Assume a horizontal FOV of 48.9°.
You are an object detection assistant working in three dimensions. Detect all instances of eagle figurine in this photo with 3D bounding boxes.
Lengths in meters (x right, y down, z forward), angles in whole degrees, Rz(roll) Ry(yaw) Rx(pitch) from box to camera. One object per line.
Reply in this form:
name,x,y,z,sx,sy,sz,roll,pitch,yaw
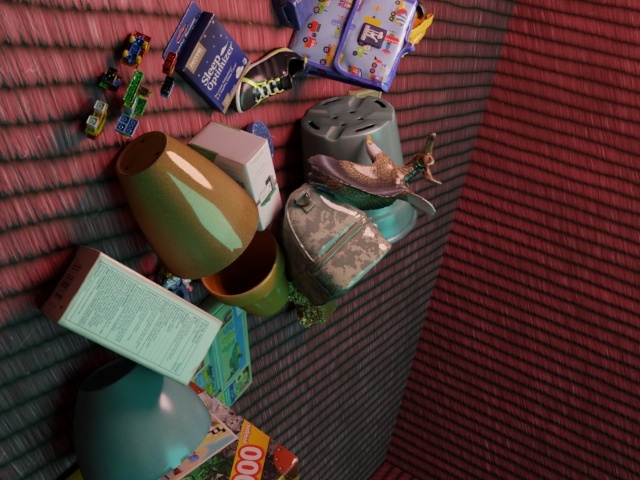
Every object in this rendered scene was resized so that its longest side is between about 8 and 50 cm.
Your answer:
eagle figurine,0.125,-0.155,1.712,0.298,0.225,0.226,-19,128,-6

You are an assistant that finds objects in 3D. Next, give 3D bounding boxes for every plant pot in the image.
plant pot,-0.287,-0.089,1.407,0.237,0.237,0.254,-58,138,-21
plant pot,-0.169,0.093,1.752,0.205,0.205,0.188,-58,148,-20
plant pot,-0.403,0.361,1.490,0.290,0.290,0.196,-40,115,-45
plant pot,0.090,-0.199,1.949,0.341,0.341,0.334,-46,139,-39

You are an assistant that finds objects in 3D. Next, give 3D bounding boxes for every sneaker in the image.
sneaker,-0.164,-0.174,1.728,0.081,0.090,0.233,-25,110,-54
sneaker,-0.113,-0.375,1.628,0.235,0.097,0.084,-52,151,-30

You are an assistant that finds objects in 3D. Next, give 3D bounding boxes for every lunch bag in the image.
lunch bag,-0.066,-0.539,1.626,0.065,0.067,0.098,-58,153,-21
lunch bag,0.000,0.000,1.736,0.212,0.256,0.305,-45,-178,-15
lunch bag,0.096,-0.496,1.719,0.138,0.293,0.221,13,98,-65

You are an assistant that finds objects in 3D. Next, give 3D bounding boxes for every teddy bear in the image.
teddy bear,-0.039,0.109,2.194,0.245,0.113,0.338,-63,148,-28

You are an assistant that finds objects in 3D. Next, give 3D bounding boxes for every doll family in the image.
doll family,-0.344,0.123,1.546,0.263,0.118,0.163,-48,149,-36

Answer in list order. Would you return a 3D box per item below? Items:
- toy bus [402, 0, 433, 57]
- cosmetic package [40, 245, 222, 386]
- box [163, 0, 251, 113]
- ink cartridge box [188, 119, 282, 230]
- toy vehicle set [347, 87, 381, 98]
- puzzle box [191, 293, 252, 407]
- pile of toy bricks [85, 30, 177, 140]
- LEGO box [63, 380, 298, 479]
toy bus,0.177,-0.558,1.937,0.149,0.220,0.212,-42,151,-39
cosmetic package,-0.362,0.148,1.366,0.296,0.129,0.153,38,74,-33
box,-0.231,-0.376,1.468,0.137,0.036,0.225,-64,154,-8
ink cartridge box,-0.188,-0.143,1.596,0.093,0.160,0.219,-53,152,-29
toy vehicle set,0.115,-0.340,2.190,0.166,0.035,0.267,-26,133,-55
puzzle box,-0.294,0.331,1.898,0.272,0.052,0.409,-44,147,-40
pile of toy bricks,-0.340,-0.261,1.284,0.105,0.118,0.212,139,-27,-71
LEGO box,-0.345,0.608,1.583,0.500,0.372,0.193,-37,142,-39
